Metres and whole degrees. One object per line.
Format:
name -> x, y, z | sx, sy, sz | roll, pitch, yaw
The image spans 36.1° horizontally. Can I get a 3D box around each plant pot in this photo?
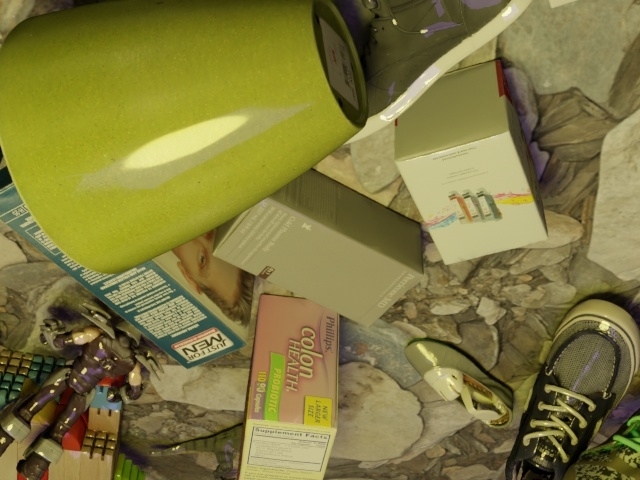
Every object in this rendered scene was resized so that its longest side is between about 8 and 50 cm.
plant pot -> -0.113, -0.135, 0.967 | 0.294, 0.274, 0.274 | -15, 133, 19

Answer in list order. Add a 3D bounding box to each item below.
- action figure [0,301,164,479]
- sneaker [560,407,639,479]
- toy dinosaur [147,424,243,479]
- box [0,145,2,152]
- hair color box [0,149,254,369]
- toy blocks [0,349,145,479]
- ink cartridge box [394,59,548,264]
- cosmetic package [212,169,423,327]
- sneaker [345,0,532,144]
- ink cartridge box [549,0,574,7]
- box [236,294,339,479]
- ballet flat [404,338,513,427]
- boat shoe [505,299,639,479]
action figure -> -0.349, 0.201, 1.398 | 0.285, 0.099, 0.185 | -46, 107, -6
sneaker -> 0.470, 0.260, 1.354 | 0.158, 0.410, 0.182 | 26, 125, 40
toy dinosaur -> -0.146, 0.358, 1.637 | 0.268, 0.064, 0.118 | -17, 118, 21
box -> -0.505, -0.054, 1.064 | 0.293, 0.295, 0.073 | 10, 133, -8
hair color box -> -0.220, -0.015, 1.172 | 0.105, 0.173, 0.347 | -24, 130, 25
toy blocks -> -0.459, 0.288, 1.526 | 0.382, 0.190, 0.260 | 9, 124, -6
ink cartridge box -> 0.170, -0.084, 1.109 | 0.127, 0.128, 0.176 | -14, 134, 17
cosmetic package -> 0.000, 0.000, 1.227 | 0.238, 0.107, 0.127 | 26, 129, -18
sneaker -> 0.067, -0.220, 1.006 | 0.147, 0.104, 0.296 | 39, 130, -17
ink cartridge box -> 0.247, -0.296, 0.940 | 0.089, 0.052, 0.122 | -15, 134, 18
box -> -0.049, 0.239, 1.394 | 0.117, 0.213, 0.243 | 7, 136, -5
ballet flat -> 0.212, 0.217, 1.461 | 0.213, 0.068, 0.072 | 33, 129, -27
boat shoe -> 0.353, 0.243, 1.393 | 0.127, 0.158, 0.340 | 23, 140, 19
